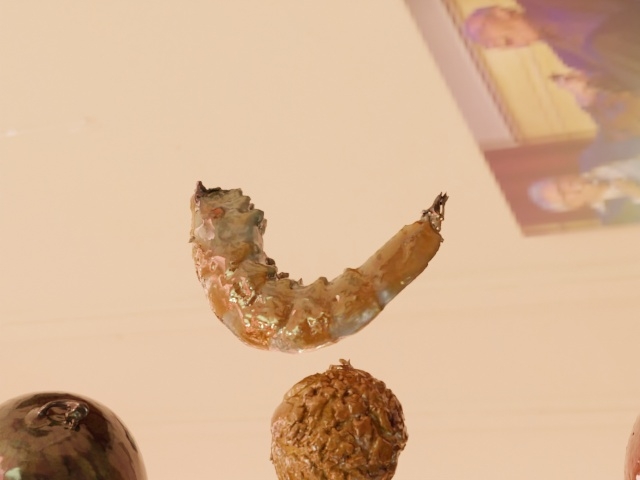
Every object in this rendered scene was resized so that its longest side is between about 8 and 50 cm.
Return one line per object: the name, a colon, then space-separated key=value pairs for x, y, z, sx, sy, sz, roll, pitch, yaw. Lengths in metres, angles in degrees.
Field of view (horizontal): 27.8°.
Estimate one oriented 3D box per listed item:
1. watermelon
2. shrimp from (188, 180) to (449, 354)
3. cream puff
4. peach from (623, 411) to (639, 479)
watermelon: x=-0.374 y=0.358 z=1.782 sx=0.279 sy=0.279 sz=0.359 roll=-54 pitch=-25 yaw=-53
shrimp: x=-0.017 y=0.029 z=1.333 sx=0.068 sy=0.287 sz=0.185 roll=47 pitch=-134 yaw=-58
cream puff: x=0.021 y=0.180 z=1.187 sx=0.126 sy=0.103 sz=0.144 roll=42 pitch=-128 yaw=-5
peach: x=0.504 y=0.248 z=1.432 sx=0.406 sy=0.335 sz=0.310 roll=82 pitch=171 yaw=-49
